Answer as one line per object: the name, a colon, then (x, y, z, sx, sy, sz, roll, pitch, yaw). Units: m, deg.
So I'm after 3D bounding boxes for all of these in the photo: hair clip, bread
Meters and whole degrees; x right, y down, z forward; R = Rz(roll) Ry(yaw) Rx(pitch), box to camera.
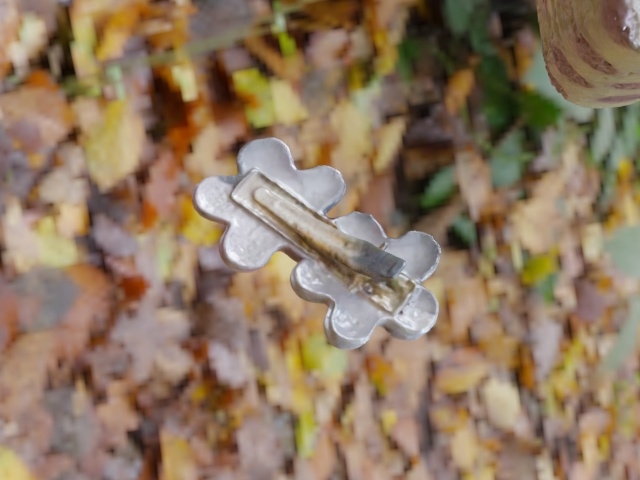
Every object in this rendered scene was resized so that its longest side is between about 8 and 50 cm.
hair clip: (0.000, 0.003, 1.770, 0.146, 0.257, 0.075, -50, 158, -19)
bread: (0.301, -0.238, 1.848, 0.338, 0.155, 0.187, 158, -68, -85)
